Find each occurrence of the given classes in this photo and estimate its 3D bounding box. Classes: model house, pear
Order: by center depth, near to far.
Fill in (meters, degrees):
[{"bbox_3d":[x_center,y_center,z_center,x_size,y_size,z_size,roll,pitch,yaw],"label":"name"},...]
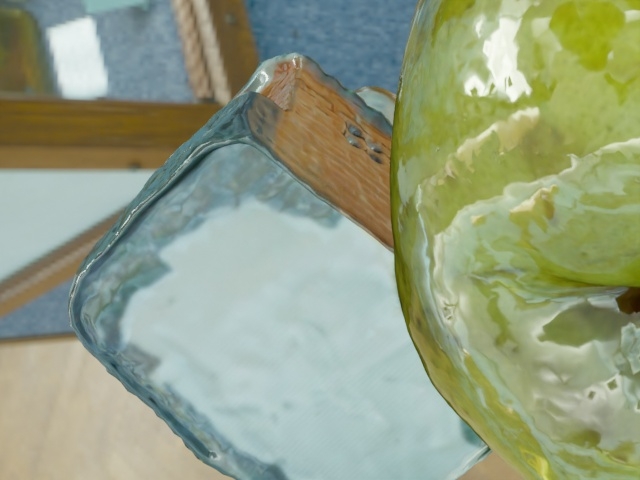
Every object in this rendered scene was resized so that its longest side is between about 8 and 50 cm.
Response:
[{"bbox_3d":[0.180,-0.035,0.610,0.304,0.304,0.303,3,94,45],"label":"pear"},{"bbox_3d":[0.000,0.000,0.995,0.190,0.271,0.301,-43,19,27],"label":"model house"}]
